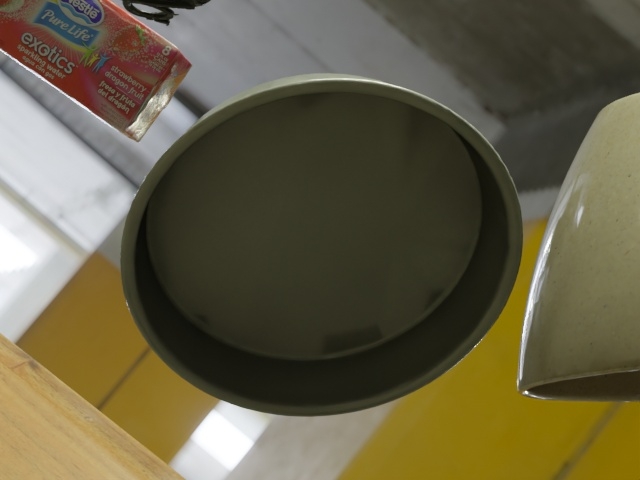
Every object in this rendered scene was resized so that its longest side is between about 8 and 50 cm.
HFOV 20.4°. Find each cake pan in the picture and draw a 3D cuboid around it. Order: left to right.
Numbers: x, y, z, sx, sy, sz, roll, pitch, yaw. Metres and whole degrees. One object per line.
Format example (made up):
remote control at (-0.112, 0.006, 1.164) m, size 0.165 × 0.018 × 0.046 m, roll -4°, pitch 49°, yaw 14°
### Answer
cake pan at (0.000, 0.000, 1.301) m, size 0.293 × 0.293 × 0.054 m, roll 47°, pitch 17°, yaw -30°

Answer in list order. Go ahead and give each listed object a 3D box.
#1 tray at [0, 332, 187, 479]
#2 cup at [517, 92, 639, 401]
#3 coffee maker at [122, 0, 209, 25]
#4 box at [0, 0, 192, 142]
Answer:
tray at (-0.215, 0.107, 0.766) m, size 0.411 × 0.203 × 0.076 m, roll 33°, pitch -44°, yaw 36°
cup at (0.322, 0.003, 1.473) m, size 0.331 × 0.236 × 0.331 m, roll -2°, pitch -11°, yaw 0°
coffee maker at (-0.129, -0.291, 1.453) m, size 0.120 × 0.178 × 0.171 m, roll 12°, pitch -14°, yaw -26°
box at (-0.293, -0.239, 2.110) m, size 0.257 × 0.122 × 0.128 m, roll 35°, pitch -1°, yaw 4°
